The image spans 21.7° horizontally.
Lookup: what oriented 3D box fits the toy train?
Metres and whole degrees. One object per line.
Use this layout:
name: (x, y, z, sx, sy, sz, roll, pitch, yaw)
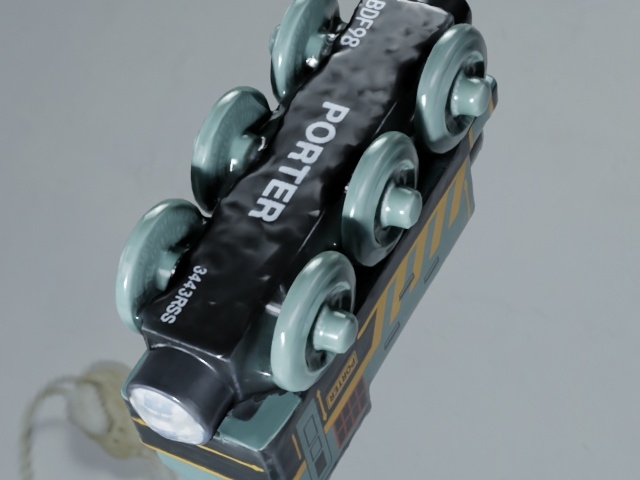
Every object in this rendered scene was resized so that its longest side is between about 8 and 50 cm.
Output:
toy train: (0.000, 0.000, 0.969, 0.142, 0.190, 0.334, 18, 57, 22)
